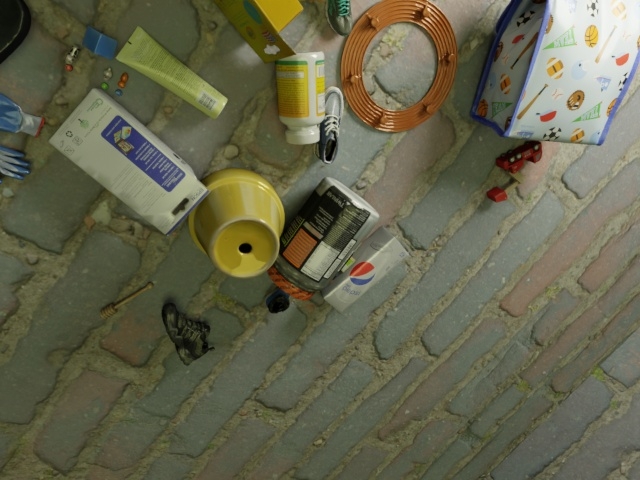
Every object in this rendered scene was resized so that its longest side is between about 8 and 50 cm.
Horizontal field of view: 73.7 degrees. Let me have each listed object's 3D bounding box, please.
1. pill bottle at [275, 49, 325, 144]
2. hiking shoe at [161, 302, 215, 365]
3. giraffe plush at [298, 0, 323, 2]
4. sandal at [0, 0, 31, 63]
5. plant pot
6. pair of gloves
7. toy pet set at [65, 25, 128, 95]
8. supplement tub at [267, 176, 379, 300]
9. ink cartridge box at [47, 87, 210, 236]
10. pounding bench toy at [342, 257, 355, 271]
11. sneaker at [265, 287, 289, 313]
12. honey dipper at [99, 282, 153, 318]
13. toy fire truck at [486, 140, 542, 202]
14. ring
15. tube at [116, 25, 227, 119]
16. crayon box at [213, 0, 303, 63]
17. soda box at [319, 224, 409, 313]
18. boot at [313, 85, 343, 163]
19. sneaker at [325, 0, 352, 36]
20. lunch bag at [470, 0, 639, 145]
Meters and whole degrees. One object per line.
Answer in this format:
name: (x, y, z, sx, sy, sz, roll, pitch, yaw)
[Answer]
pill bottle: (-0.047, -0.348, 1.043, 0.117, 0.118, 0.209, -9, 118, -13)
hiking shoe: (-0.393, 0.262, 1.271, 0.114, 0.086, 0.227, -24, 127, -20)
giraffe plush: (-0.059, -0.591, 0.898, 0.210, 0.181, 0.171, -7, 131, 5)
sandal: (-0.755, -0.327, 0.824, 0.167, 0.107, 0.446, 38, 97, -14)
plant pot: (-0.205, -0.029, 1.083, 0.253, 0.239, 0.254, -7, 118, -14)
pair of gloves: (-0.717, -0.225, 0.942, 0.159, 0.023, 0.198, 20, 101, -26)
toy pet set: (-0.477, -0.387, 0.921, 0.122, 0.065, 0.114, 22, 107, -26)
supplement tub: (0.000, 0.000, 1.187, 0.193, 0.194, 0.316, 31, 104, -27)
ink cartridge box: (-0.437, -0.177, 1.010, 0.165, 0.065, 0.332, -44, 108, 6)
pounding bench toy: (0.052, 0.061, 1.306, 0.083, 0.065, 0.052, -45, 120, 7)
sneaker: (-0.102, 0.162, 1.298, 0.152, 0.085, 0.058, -39, 120, 4)
honey dipper: (-0.540, 0.166, 1.200, 0.160, 0.030, 0.030, -31, 120, -5)
toy fire truck: (0.616, -0.218, 1.353, 0.192, 0.047, 0.135, -27, 121, -4)
ring: (0.216, -0.453, 1.123, 0.336, 0.032, 0.337, -7, 118, -13)
tube: (-0.329, -0.375, 0.980, 0.240, 0.070, 0.062, 32, 125, -27)
crayon box: (-0.163, -0.522, 0.868, 0.081, 0.202, 0.318, -47, 121, -7)
soda box: (0.127, 0.089, 1.326, 0.286, 0.098, 0.091, -41, 120, 6)
boot: (0.030, -0.297, 1.110, 0.069, 0.086, 0.190, 1, 115, -17)
sneaker: (0.043, -0.562, 0.989, 0.064, 0.076, 0.167, -21, 120, -6)
lunch bag: (0.628, -0.475, 1.125, 0.327, 0.239, 0.386, -1, 123, -15)
